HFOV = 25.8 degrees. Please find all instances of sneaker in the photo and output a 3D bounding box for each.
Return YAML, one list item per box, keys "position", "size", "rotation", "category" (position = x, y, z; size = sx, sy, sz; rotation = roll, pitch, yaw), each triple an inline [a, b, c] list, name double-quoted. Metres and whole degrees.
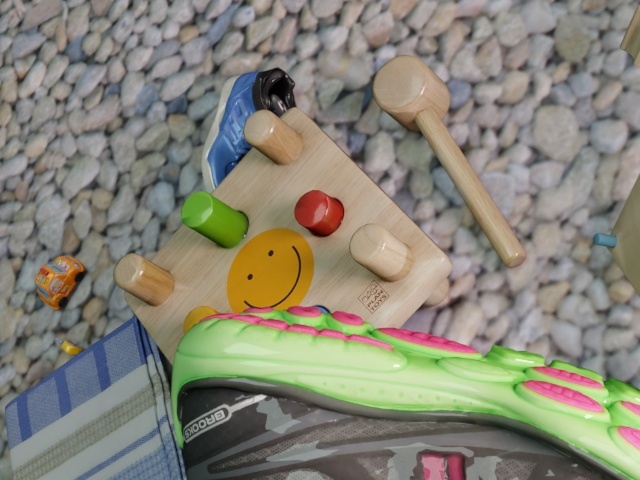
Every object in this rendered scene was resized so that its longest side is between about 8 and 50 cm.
- position: [-0.065, -0.105, 1.393]
  size: [0.084, 0.058, 0.152]
  rotation: [-12, 56, 38]
  category: "sneaker"
- position: [0.110, 0.186, 1.059]
  size: [0.483, 0.185, 0.202]
  rotation: [13, 100, 22]
  category: "sneaker"

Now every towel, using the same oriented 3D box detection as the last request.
- position: [-0.210, 0.233, 1.349]
  size: [0.209, 0.034, 0.285]
  rotation: [-33, 52, 19]
  category: "towel"

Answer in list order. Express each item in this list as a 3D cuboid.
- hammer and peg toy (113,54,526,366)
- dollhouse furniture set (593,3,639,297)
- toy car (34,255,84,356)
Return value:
- position: [0.000, 0.000, 1.257]
  size: [0.361, 0.127, 0.266]
  rotation: [-46, 52, 7]
  category: "hammer and peg toy"
- position: [0.353, -0.056, 1.095]
  size: [0.286, 0.198, 0.303]
  rotation: [-112, 36, -56]
  category: "dollhouse furniture set"
- position: [-0.263, 0.065, 1.456]
  size: [0.060, 0.040, 0.122]
  rotation: [-44, 52, 8]
  category: "toy car"
